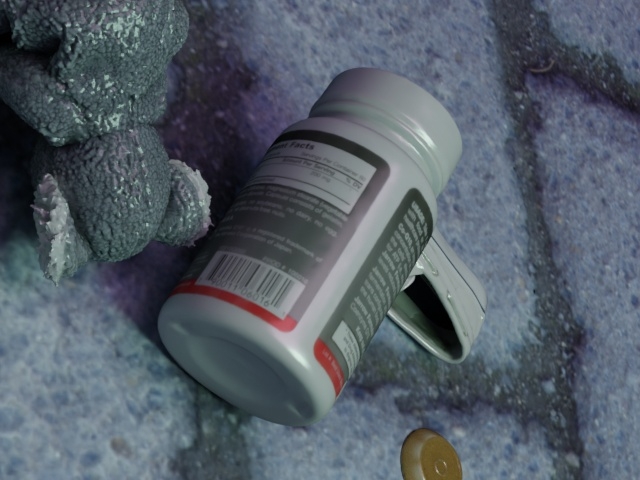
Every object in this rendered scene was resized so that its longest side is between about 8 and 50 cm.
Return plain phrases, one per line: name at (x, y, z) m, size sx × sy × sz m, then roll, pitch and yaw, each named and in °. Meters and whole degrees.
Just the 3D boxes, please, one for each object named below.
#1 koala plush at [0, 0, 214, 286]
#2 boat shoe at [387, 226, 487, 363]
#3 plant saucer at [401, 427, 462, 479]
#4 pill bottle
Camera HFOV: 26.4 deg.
koala plush at (-0.178, -0.083, 1.060) m, size 0.196 × 0.203 × 0.221 m, roll -14°, pitch 92°, yaw -48°
boat shoe at (0.072, 0.018, 1.320) m, size 0.258 × 0.095 × 0.084 m, roll 42°, pitch 41°, yaw -22°
plant saucer at (0.112, 0.220, 1.317) m, size 0.083 × 0.015 × 0.083 m, roll 22°, pitch 56°, yaw -37°
pill bottle at (0.000, 0.000, 1.155) m, size 0.161 × 0.161 × 0.283 m, roll 44°, pitch 60°, yaw -21°
